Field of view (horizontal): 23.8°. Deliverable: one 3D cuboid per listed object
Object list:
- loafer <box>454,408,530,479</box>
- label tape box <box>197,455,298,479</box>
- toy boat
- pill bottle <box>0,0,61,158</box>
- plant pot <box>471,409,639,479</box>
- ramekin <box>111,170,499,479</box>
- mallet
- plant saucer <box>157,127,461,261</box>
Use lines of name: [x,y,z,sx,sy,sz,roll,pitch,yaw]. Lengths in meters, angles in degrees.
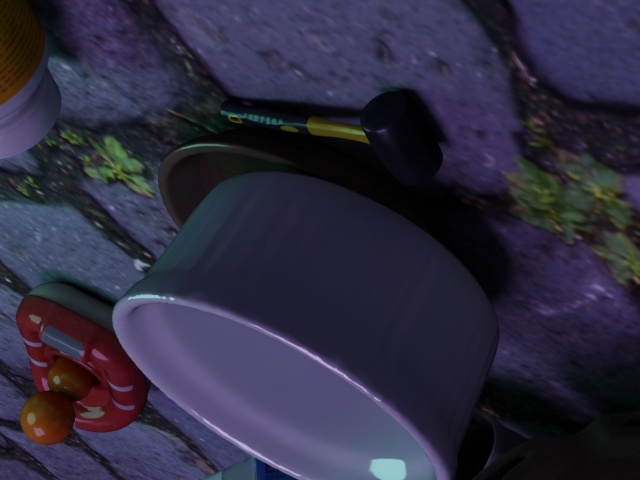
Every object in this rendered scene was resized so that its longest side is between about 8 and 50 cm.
loafer: [0.142,0.204,1.296,0.319,0.112,0.111,9,129,-14]
label tape box: [-0.001,0.276,1.509,0.249,0.115,0.348,-2,168,-22]
toy boat: [-0.279,0.159,1.684,0.151,0.151,0.231,26,156,10]
pill bottle: [-0.268,-0.155,1.101,0.117,0.117,0.208,17,153,26]
plant pot: [0.251,0.311,1.162,0.334,0.334,0.305,-3,111,50]
ramekin: [-0.003,0.071,1.129,0.277,0.135,0.277,25,155,13]
mallet: [-0.004,-0.085,1.050,0.190,0.039,0.062,17,153,35]
plant saucer: [0.000,0.000,1.200,0.278,0.041,0.278,24,156,12]
